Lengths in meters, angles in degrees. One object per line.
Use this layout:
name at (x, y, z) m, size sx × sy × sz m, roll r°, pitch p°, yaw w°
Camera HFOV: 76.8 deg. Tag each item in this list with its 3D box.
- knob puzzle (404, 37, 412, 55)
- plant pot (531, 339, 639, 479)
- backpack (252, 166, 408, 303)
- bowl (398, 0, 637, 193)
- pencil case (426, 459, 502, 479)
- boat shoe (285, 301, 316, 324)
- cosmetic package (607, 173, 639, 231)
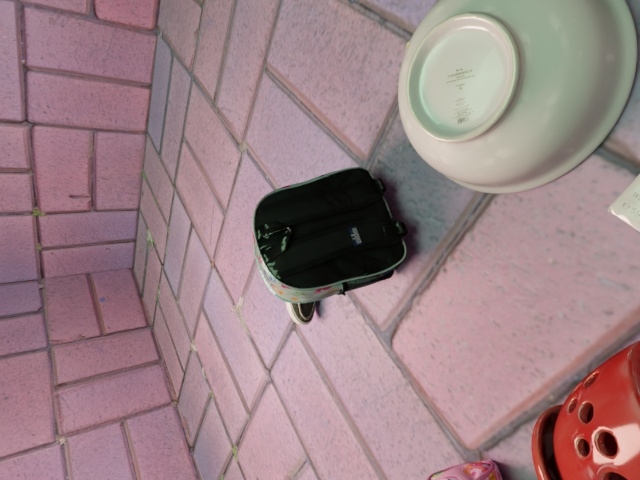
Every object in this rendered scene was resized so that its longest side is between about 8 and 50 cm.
knob puzzle at (0.192, -0.272, 0.637) m, size 0.213 × 0.030 × 0.213 m, roll 12°, pitch 105°, yaw 53°
plant pot at (0.328, 0.222, 0.396) m, size 0.191 × 0.191 × 0.174 m, roll 56°, pitch 139°, yaw 33°
backpack at (0.000, 0.000, 0.756) m, size 0.191 × 0.253 × 0.225 m, roll 118°, pitch 134°, yaw -64°
bowl at (0.204, -0.200, 0.513) m, size 0.297 × 0.134 × 0.298 m, roll 17°, pitch 114°, yaw 45°
pencil case at (0.259, 0.482, 0.587) m, size 0.124 × 0.124 × 0.284 m, roll -39°, pitch 63°, yaw 49°
boat shoe at (-0.038, 0.096, 0.965) m, size 0.070 × 0.077 × 0.219 m, roll -3°, pitch 91°, yaw 55°
cosmetic package at (0.394, -0.086, 0.348) m, size 0.117 × 0.085 × 0.231 m, roll 51°, pitch 134°, yaw 35°
